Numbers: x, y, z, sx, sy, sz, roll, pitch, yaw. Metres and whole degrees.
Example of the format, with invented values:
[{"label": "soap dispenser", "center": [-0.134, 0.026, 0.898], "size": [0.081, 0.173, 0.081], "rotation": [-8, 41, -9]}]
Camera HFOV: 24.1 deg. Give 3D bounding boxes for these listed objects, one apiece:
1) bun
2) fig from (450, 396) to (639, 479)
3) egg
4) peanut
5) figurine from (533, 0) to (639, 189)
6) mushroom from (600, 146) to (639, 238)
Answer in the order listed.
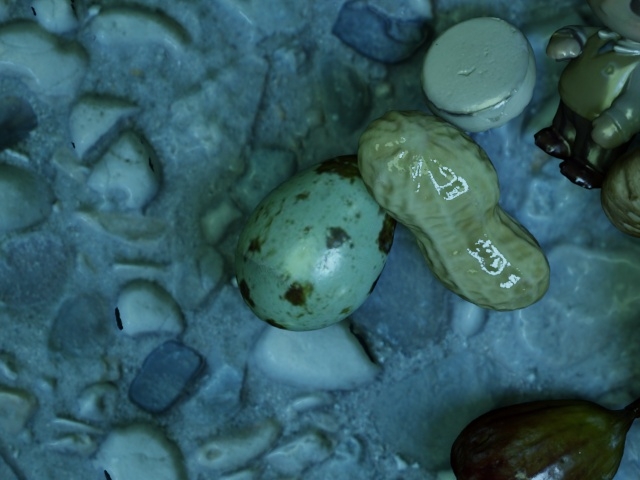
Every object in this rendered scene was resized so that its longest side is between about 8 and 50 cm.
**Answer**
[{"label": "bun", "center": [0.186, -0.179, 1.708], "size": [0.138, 0.094, 0.138], "rotation": [-10, 62, 20]}, {"label": "fig", "center": [0.285, 0.237, 1.722], "size": [0.274, 0.170, 0.146], "rotation": [-29, 109, -1]}, {"label": "egg", "center": [0.000, 0.000, 1.745], "size": [0.169, 0.169, 0.231], "rotation": [36, 89, 8]}, {"label": "peanut", "center": [0.158, -0.029, 1.689], "size": [0.136, 0.120, 0.298], "rotation": [-11, 128, 44]}, {"label": "figurine", "center": [0.328, -0.247, 1.601], "size": [0.206, 0.218, 0.365], "rotation": [28, 111, -22]}, {"label": "mushroom", "center": [0.427, -0.080, 1.573], "size": [0.278, 0.278, 0.146], "rotation": [-25, 79, 18]}]
